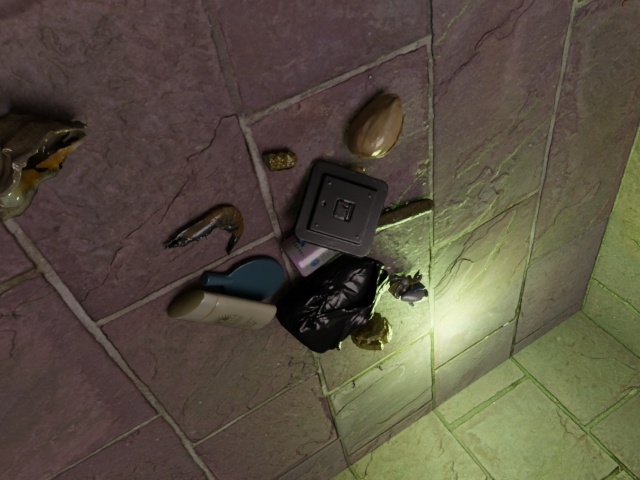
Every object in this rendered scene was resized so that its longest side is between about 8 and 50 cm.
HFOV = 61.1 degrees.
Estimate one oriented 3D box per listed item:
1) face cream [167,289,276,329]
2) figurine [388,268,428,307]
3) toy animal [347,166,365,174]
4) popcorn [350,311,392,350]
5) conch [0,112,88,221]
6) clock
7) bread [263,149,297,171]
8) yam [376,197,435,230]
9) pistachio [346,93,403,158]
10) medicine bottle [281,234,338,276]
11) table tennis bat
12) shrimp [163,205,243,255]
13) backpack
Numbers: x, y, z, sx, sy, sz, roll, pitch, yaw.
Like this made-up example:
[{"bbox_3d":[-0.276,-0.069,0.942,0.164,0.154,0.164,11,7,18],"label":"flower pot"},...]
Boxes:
[{"bbox_3d":[-0.335,0.244,1.885,0.348,0.081,0.173,18,139,-42],"label":"face cream"},{"bbox_3d":[0.393,0.208,2.417,0.208,0.184,0.128,-50,163,-57],"label":"figurine"},{"bbox_3d":[0.109,-0.218,1.871,0.114,0.091,0.082,-25,119,11],"label":"toy animal"},{"bbox_3d":[0.227,0.402,2.430,0.185,0.187,0.167,-58,173,6],"label":"popcorn"},{"bbox_3d":[-0.666,-0.189,1.191,0.186,0.263,0.324,44,57,-28],"label":"conch"},{"bbox_3d":[0.070,-0.101,1.809,0.273,0.049,0.279,15,94,-13],"label":"clock"},{"bbox_3d":[-0.122,-0.245,1.675,0.110,0.060,0.066,-14,146,-32],"label":"bread"},{"bbox_3d":[0.311,-0.100,2.129,0.317,0.067,0.071,-19,121,-26],"label":"yam"},{"bbox_3d":[0.186,-0.364,1.755,0.157,0.157,0.229,28,99,-48],"label":"pistachio"},{"bbox_3d":[0.000,0.000,1.910,0.254,0.152,0.152,-35,139,-5],"label":"medicine bottle"},{"bbox_3d":[-0.268,0.143,1.913,0.329,0.044,0.215,7,124,-43],"label":"table tennis bat"},{"bbox_3d":[-0.354,0.004,1.718,0.262,0.051,0.198,-32,139,-15],"label":"shrimp"},{"bbox_3d":[0.069,0.232,2.100,0.446,0.255,0.363,-44,146,-1],"label":"backpack"}]
